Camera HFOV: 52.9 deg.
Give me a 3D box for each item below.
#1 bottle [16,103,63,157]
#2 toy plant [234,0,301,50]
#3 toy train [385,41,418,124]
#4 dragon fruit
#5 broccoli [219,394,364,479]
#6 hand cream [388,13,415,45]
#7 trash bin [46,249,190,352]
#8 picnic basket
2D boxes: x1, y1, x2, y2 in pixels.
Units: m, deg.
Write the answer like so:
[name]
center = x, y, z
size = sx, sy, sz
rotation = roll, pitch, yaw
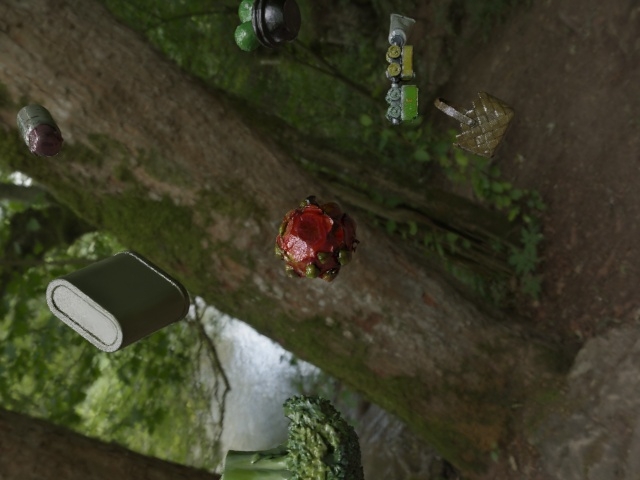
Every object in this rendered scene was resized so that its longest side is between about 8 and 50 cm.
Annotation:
[bottle]
center = -0.854, -0.329, 1.965
size = 0.110, 0.110, 0.233
rotation = -58, 43, 12
[toy plant]
center = -0.188, -0.737, 2.152
size = 0.235, 0.175, 0.218
rotation = 0, 61, 29
[toy train]
center = 0.202, -0.387, 1.586
size = 0.060, 0.081, 0.202
rotation = -100, 10, -86
[dragon fruit]
center = 0.006, -0.006, 1.835
size = 0.307, 0.227, 0.243
rotation = -35, -6, -29
[broccoli]
center = -0.038, 0.467, 1.370
size = 0.249, 0.302, 0.375
rotation = -51, 22, 31
[hand cream]
center = 0.233, -0.619, 1.880
size = 0.234, 0.080, 0.050
rotation = -72, -1, -53
[trash bin]
center = -0.470, 0.137, 1.507
size = 0.121, 0.243, 0.247
rotation = -63, -15, 22
[picnic basket]
center = 0.336, -0.273, 1.450
size = 0.137, 0.178, 0.128
rotation = -64, -9, 18
